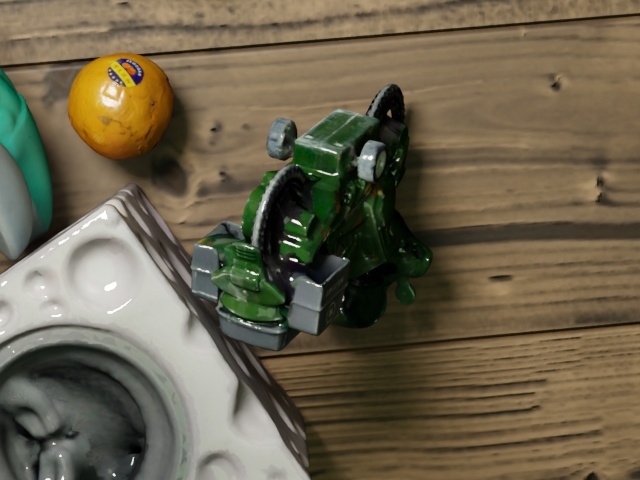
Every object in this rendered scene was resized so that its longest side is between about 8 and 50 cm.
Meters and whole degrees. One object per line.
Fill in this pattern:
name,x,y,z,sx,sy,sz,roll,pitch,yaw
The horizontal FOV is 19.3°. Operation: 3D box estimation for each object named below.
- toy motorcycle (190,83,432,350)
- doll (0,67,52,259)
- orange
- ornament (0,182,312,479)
toy motorcycle,0.000,0.000,1.383,0.124,0.274,0.187,16,116,20
doll,-0.299,-0.089,1.370,0.153,0.195,0.258,-36,103,-18
orange,-0.151,-0.101,1.423,0.083,0.083,0.084,-1,101,-5
ornament,-0.171,0.126,1.372,0.239,0.240,0.240,-35,96,3
